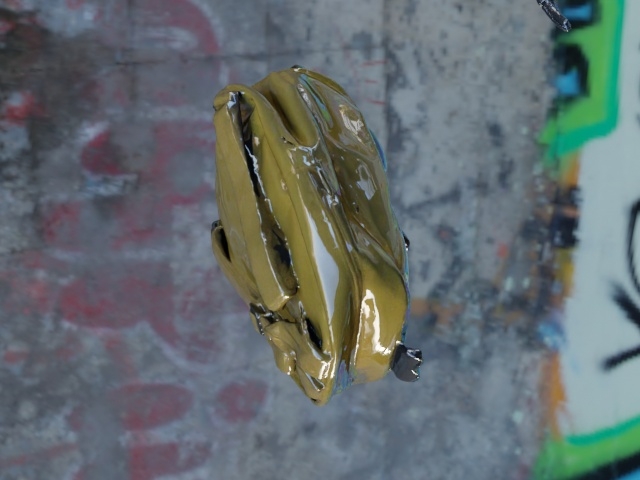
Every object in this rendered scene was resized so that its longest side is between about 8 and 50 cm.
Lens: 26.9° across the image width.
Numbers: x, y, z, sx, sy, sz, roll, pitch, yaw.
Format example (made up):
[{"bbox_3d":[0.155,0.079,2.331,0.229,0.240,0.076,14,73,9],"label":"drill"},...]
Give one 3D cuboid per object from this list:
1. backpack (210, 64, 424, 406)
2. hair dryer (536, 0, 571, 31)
[{"bbox_3d":[-0.006,0.003,1.516,0.201,0.378,0.353,-16,153,-11],"label":"backpack"},{"bbox_3d":[0.286,-0.359,1.652,0.075,0.195,0.219,13,58,-58],"label":"hair dryer"}]
